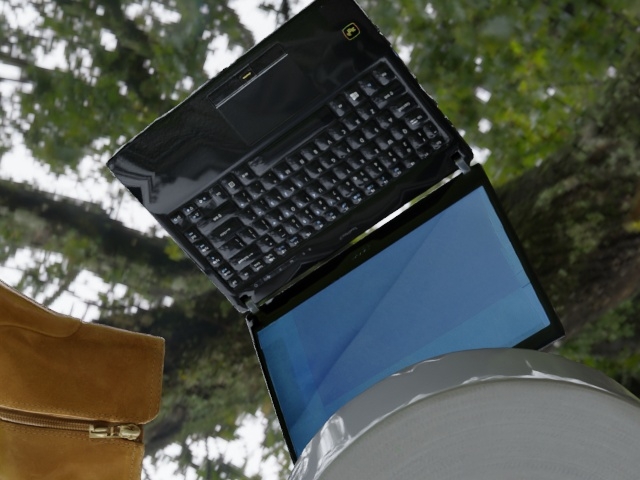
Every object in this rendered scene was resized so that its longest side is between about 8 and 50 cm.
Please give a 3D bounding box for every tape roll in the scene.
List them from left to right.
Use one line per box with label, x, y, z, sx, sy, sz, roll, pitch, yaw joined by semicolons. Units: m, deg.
tape roll;0.084;0.162;0.509;0.219;0.219;0.072;23;-175;-4

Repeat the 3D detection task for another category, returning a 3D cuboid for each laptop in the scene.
laptop;0.000;0.000;0.806;0.264;0.234;0.136;50;-160;-18

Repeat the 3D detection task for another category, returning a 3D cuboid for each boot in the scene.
boot;-0.233;0.075;0.909;0.211;0.104;0.295;-1;-85;-13
